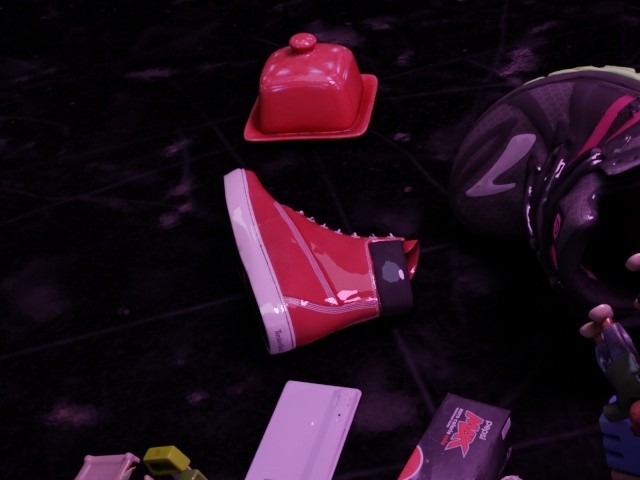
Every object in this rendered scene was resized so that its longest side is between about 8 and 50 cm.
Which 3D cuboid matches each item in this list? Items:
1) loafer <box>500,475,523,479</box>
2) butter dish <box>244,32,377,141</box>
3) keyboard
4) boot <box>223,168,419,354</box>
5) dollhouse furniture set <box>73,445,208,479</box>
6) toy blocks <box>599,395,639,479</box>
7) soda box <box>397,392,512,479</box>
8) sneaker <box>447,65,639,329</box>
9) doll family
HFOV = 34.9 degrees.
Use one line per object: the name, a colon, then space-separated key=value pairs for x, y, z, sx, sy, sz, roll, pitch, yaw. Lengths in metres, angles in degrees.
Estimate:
loafer: x=0.162 y=0.218 z=0.752 sx=0.045 sy=0.039 sz=0.125 roll=-14 pitch=37 yaw=-5
butter dish: x=-0.016 y=-0.205 z=1.289 sx=0.160 sy=0.118 sz=0.160 roll=0 pitch=38 yaw=12
keyboard: x=-0.033 y=0.210 z=0.834 sx=0.072 sy=0.014 sz=0.256 roll=0 pitch=37 yaw=21
boot: x=0.000 y=0.000 z=1.045 sx=0.176 sy=0.088 sz=0.244 roll=-16 pitch=45 yaw=-9
dollhouse furniture set: x=-0.145 y=0.217 z=0.835 sx=0.152 sy=0.058 sz=0.076 roll=-12 pitch=34 yaw=34
toy blocks: x=0.326 y=0.154 z=0.717 sx=0.261 sy=0.190 sz=0.381 roll=6 pitch=37 yaw=38
soda box: x=0.092 y=0.198 z=0.784 sx=0.060 sy=0.053 sz=0.169 roll=12 pitch=41 yaw=27
sneaker: x=0.245 y=-0.039 z=0.868 sx=0.202 sy=0.185 sz=0.483 roll=-27 pitch=17 yaw=-23
doll family: x=0.249 y=0.058 z=0.661 sx=0.076 sy=0.193 sz=0.111 roll=-3 pitch=50 yaw=-17
